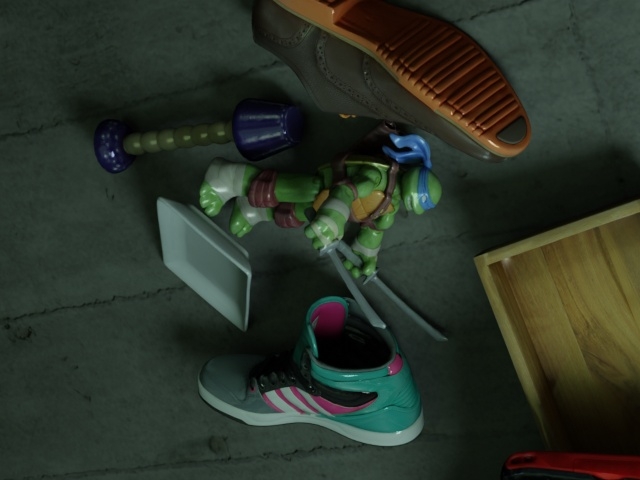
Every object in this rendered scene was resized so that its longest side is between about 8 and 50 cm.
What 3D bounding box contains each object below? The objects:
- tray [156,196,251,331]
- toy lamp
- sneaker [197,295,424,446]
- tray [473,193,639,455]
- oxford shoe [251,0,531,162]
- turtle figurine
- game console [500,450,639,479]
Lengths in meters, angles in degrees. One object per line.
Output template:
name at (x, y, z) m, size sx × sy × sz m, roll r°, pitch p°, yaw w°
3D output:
tray at (-0.134, 0.026, 1.801) m, size 0.145 × 0.030 × 0.270 m, roll 41°, pitch 164°, yaw 9°
toy lamp at (-0.147, -0.127, 1.803) m, size 0.275 × 0.080 × 0.080 m, roll -4°, pitch 107°, yaw 32°
sneaker at (-0.022, 0.146, 1.792) m, size 0.296 × 0.123 × 0.178 m, roll 8°, pitch 131°, yaw 17°
tray at (0.338, 0.172, 1.600) m, size 0.203 × 0.076 × 0.410 m, roll -21°, pitch 91°, yaw 22°
oxford shoe at (0.075, -0.185, 1.648) m, size 0.364 × 0.130 × 0.132 m, roll 39°, pitch 133°, yaw 19°
turtle figurine at (0.000, 0.000, 1.703) m, size 0.266 × 0.198 × 0.274 m, roll 7°, pitch 108°, yaw 25°
game console at (0.367, 0.391, 1.566) m, size 0.342 × 0.060 × 0.386 m, roll 3°, pitch 118°, yaw 16°
